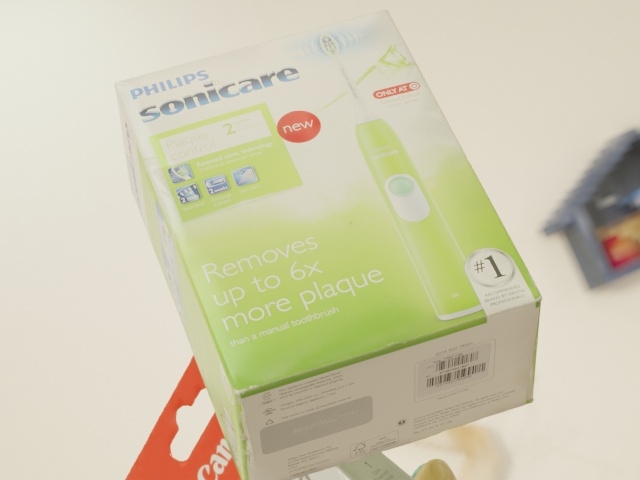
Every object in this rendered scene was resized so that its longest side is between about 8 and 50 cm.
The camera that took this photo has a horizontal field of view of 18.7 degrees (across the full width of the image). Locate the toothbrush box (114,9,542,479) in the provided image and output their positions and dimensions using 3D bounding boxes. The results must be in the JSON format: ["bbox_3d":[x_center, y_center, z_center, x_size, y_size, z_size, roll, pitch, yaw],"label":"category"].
[{"bbox_3d":[0.000,0.000,1.314,0.206,0.283,0.122,-16,-39,-10],"label":"toothbrush box"}]

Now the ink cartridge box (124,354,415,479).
[{"bbox_3d":[-0.038,0.199,1.394,0.066,0.232,0.189,-36,-20,-56],"label":"ink cartridge box"}]

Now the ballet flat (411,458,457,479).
[{"bbox_3d":[0.084,0.297,1.607,0.073,0.232,0.080,10,-15,43],"label":"ballet flat"}]
